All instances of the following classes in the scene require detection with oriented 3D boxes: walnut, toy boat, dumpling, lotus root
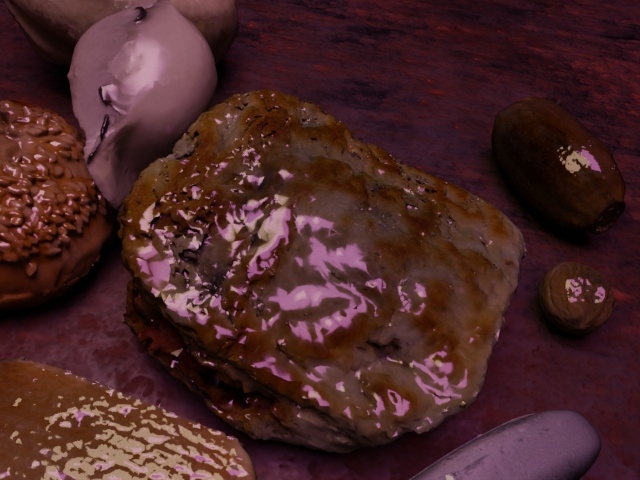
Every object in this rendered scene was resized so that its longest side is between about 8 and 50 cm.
[{"bbox_3d":[0.305,0.068,0.636,0.092,0.092,0.092,5,48,-5],"label":"walnut"},{"bbox_3d":[0.171,0.215,0.492,0.261,0.085,0.078,-10,51,-31],"label":"toy boat"},{"bbox_3d":[-0.212,-0.156,0.654,0.175,0.227,0.243,33,70,18],"label":"dumpling"},{"bbox_3d":[0.336,-0.114,0.768,0.123,0.124,0.241,3,44,-27],"label":"lotus root"}]

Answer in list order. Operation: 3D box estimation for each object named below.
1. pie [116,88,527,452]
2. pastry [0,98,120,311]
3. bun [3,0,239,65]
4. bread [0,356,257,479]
[{"bbox_3d":[0.018,0.017,0.572,0.418,0.180,0.395,21,49,3],"label":"pie"},{"bbox_3d":[-0.384,-0.052,0.578,0.311,0.161,0.255,1,51,-6],"label":"pastry"},{"bbox_3d":[-0.315,-0.371,0.832,0.365,0.219,0.365,18,45,-19],"label":"bun"},{"bbox_3d":[-0.208,0.215,0.437,0.287,0.056,0.207,21,46,10],"label":"bread"}]
